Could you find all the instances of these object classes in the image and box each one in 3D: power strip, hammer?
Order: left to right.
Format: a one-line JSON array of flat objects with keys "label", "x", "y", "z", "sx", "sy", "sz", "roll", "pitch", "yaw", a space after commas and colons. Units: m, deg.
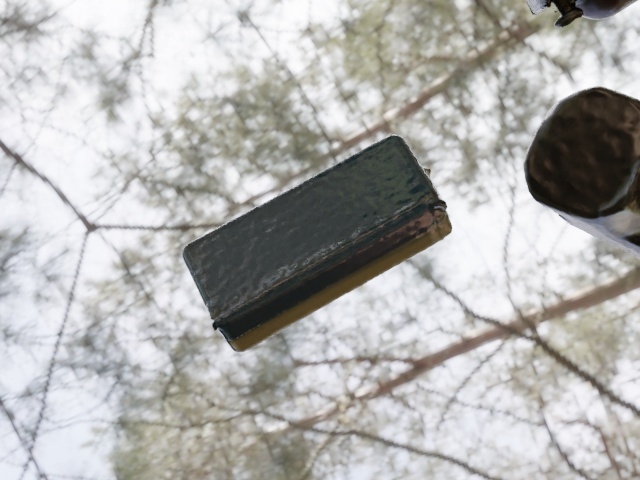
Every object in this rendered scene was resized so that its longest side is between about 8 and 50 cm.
[{"label": "power strip", "x": 0.000, "y": 0.000, "z": 0.594, "sx": 0.056, "sy": 0.123, "sz": 0.032, "roll": 60, "pitch": 179, "yaw": 42}, {"label": "hammer", "x": 0.229, "y": 0.037, "z": 0.340, "sx": 0.111, "sy": 0.365, "sz": 0.043, "roll": 21, "pitch": -87, "yaw": -56}]

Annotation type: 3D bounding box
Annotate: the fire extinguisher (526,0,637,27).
[{"label": "fire extinguisher", "x": 0.219, "y": -0.206, "z": 0.848, "sx": 0.231, "sy": 0.099, "sz": 0.071, "roll": -32, "pitch": -90, "yaw": -22}]
